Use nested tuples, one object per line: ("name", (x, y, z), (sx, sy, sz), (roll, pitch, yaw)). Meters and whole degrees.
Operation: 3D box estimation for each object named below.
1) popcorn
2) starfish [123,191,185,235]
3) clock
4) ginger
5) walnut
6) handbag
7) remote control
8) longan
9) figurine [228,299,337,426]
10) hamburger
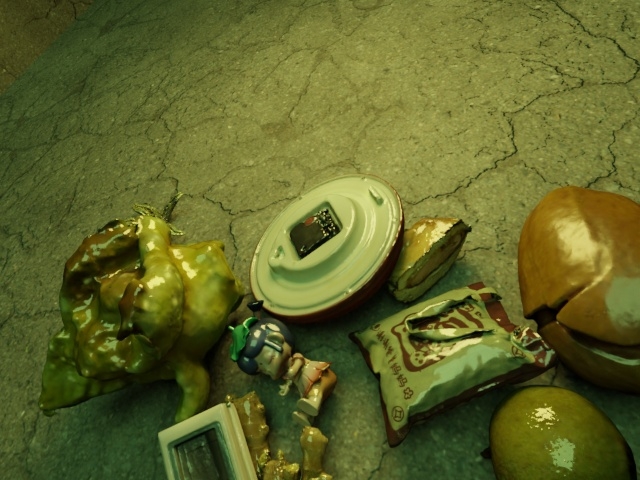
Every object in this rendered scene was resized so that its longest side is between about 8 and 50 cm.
("popcorn", (-0.269, 0.140, 0.679), (0.326, 0.290, 0.321), (48, 117, 8))
("starfish", (-0.404, -0.030, 0.964), (0.208, 0.053, 0.176), (-1, 56, 23))
("clock", (0.000, 0.000, 0.736), (0.318, 0.080, 0.318), (-21, 44, 21))
("ginger", (-0.076, 0.305, 0.586), (0.193, 0.052, 0.176), (-22, 63, 30))
("walnut", (0.372, 0.039, 0.548), (0.209, 0.209, 0.336), (-4, 42, 17))
("handbag", (0.169, 0.158, 0.577), (0.235, 0.127, 0.213), (-22, 22, 1))
("remote control", (-0.123, 0.365, 0.524), (0.103, 0.055, 0.277), (-25, 68, 1))
("longan", (0.262, 0.253, 0.474), (0.145, 0.176, 0.155), (42, 48, -5))
("figurine", (-0.064, 0.191, 0.643), (0.195, 0.111, 0.102), (34, 39, 15))
("hamburger", (0.170, 0.022, 0.709), (0.176, 0.087, 0.102), (-47, 35, -3))
